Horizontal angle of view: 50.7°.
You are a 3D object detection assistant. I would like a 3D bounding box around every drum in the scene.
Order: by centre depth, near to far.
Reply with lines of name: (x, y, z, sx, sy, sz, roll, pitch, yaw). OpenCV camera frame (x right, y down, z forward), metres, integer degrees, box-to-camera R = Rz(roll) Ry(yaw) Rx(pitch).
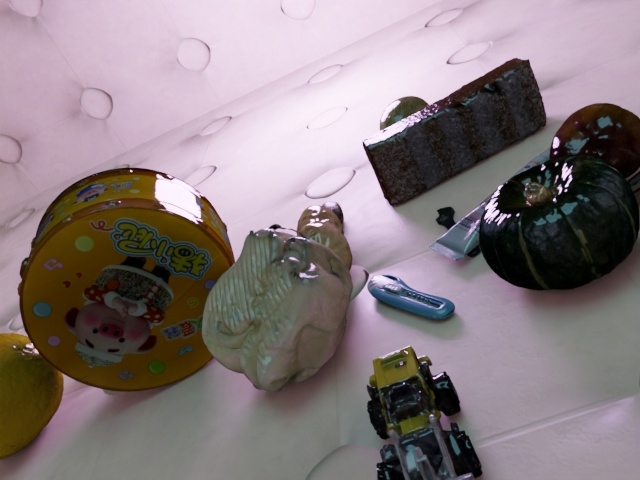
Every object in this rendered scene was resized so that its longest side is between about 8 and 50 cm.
drum: (-0.372, 0.079, 1.362, 0.431, 0.431, 0.214, -29, 28, 1)

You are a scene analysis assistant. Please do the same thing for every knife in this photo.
knife: (0.159, 0.100, 1.234, 0.064, 0.031, 0.222, -37, 29, -22)

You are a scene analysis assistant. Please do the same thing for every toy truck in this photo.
toy truck: (0.131, 0.261, 0.906, 0.136, 0.111, 0.285, -24, 30, 7)

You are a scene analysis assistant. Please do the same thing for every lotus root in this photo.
lotus root: (0.028, -0.061, 1.610, 0.054, 0.049, 0.099, -27, 33, 1)

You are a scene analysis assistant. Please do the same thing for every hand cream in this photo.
hand cream: (0.358, -0.070, 1.318, 0.331, 0.058, 0.085, -40, 36, -13)

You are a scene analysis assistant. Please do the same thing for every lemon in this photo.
lemon: (-0.680, 0.324, 1.417, 0.245, 0.245, 0.320, 6, 42, 48)

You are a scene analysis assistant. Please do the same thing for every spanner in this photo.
spanner: (0.274, -0.021, 1.352, 0.046, 0.012, 0.208, -27, 28, 3)

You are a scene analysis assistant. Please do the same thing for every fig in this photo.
fig: (0.526, -0.190, 1.283, 0.170, 0.145, 0.274, -38, 3, 29)

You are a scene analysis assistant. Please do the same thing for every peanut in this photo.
peanut: (0.000, 0.000, 1.455, 0.124, 0.123, 0.256, -25, 30, 8)

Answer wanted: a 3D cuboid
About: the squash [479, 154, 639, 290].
squash: (0.382, -0.028, 1.096, 0.252, 0.165, 0.252, -24, 26, 12)

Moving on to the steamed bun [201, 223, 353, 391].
steamed bun: (-0.058, 0.132, 1.224, 0.268, 0.207, 0.280, 29, 93, 50)

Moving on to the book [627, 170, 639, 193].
book: (0.578, -0.136, 1.108, 0.157, 0.026, 0.231, -37, -9, -9)

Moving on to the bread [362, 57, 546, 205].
bread: (0.306, -0.247, 1.542, 0.417, 0.165, 0.113, -29, 22, 2)

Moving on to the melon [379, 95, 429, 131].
melon: (0.223, -0.299, 1.731, 0.139, 0.139, 0.192, -9, 35, 33)
